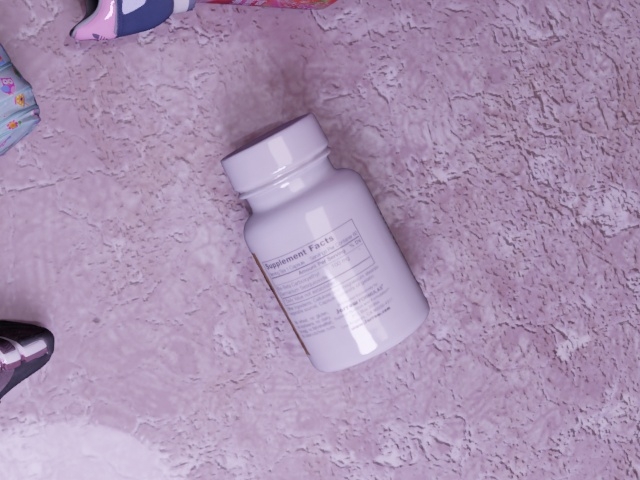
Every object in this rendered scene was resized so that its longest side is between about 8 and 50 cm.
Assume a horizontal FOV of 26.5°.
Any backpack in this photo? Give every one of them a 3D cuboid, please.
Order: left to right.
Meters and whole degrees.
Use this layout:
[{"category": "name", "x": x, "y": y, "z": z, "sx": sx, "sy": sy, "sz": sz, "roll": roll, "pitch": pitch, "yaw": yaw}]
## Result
[{"category": "backpack", "x": -0.348, "y": -0.106, "z": 1.226, "sx": 0.182, "sy": 0.152, "sz": 0.115, "roll": -37, "pitch": 106, "yaw": -24}]

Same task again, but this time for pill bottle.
[{"category": "pill bottle", "x": 0.000, "y": 0.000, "z": 1.318, "sx": 0.131, "sy": 0.131, "sz": 0.229, "roll": -30, "pitch": 98, "yaw": -13}]

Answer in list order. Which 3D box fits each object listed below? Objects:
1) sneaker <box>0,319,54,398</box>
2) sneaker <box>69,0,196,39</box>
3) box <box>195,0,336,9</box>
[{"category": "sneaker", "x": -0.359, "y": 0.177, "z": 1.219, "sx": 0.281, "sy": 0.106, "sz": 0.163, "roll": -18, "pitch": 112, "yaw": -43}, {"category": "sneaker", "x": -0.237, "y": -0.337, "z": 1.256, "sx": 0.131, "sy": 0.112, "sz": 0.319, "roll": -29, "pitch": 97, "yaw": -16}, {"category": "box", "x": -0.029, "y": -0.305, "z": 1.216, "sx": 0.142, "sy": 0.300, "sz": 0.154, "roll": 1, "pitch": 90, "yaw": -13}]
